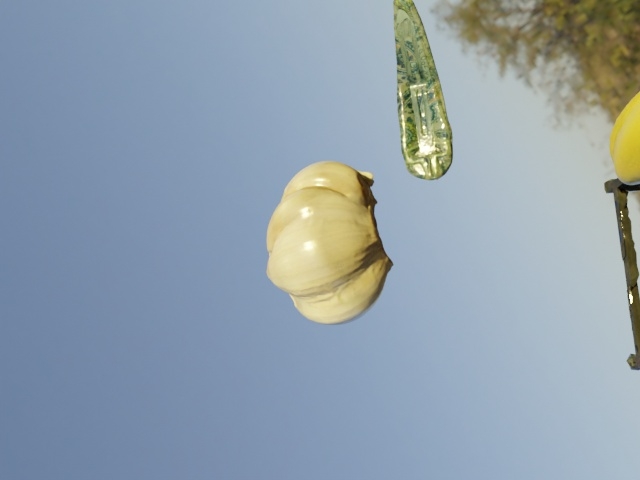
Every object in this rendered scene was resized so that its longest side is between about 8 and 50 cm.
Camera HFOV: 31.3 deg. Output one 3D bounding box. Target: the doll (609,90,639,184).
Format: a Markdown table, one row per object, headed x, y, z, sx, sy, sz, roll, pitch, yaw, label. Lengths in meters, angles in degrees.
| x | y | z | sx | sy | sz | roll | pitch | yaw | label |
| --- | --- | --- | --- | --- | --- | --- | --- | --- | --- |
| 0.262 | -0.009 | 0.534 | 0.237 | 0.252 | 0.111 | 38 | -125 | -16 | doll |

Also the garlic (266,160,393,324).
| x | y | z | sx | sy | sz | roll | pitch | yaw | label |
| --- | --- | --- | --- | --- | --- | --- | --- | --- | --- |
| -0.005 | 0.004 | 1.857 | 0.185 | 0.203 | 0.281 | 9 | -117 | -65 | garlic |

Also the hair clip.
| x | y | z | sx | sy | sz | roll | pitch | yaw | label |
| --- | --- | --- | --- | --- | --- | --- | --- | --- | --- |
| 0.120 | -0.187 | 1.404 | 0.036 | 0.066 | 0.229 | -21 | -78 | -66 | hair clip |

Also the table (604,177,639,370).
| x | y | z | sx | sy | sz | roll | pitch | yaw | label |
| --- | --- | --- | --- | --- | --- | --- | --- | --- | --- |
| 0.516 | 0.002 | 1.185 | 0.272 | 0.335 | 0.222 | 133 | 133 | -76 | table |
